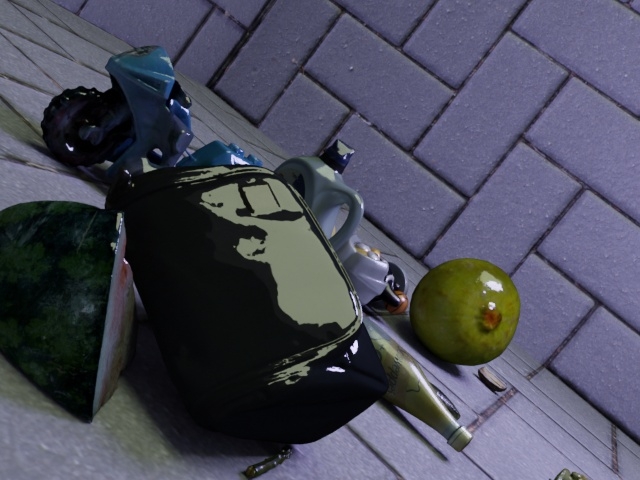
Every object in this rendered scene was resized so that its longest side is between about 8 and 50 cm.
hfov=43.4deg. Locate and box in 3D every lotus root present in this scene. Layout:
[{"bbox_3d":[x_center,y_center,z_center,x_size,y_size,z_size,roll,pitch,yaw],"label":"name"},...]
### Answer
[{"bbox_3d":[0.428,0.354,2.019,0.037,0.030,0.083,-17,45,-41],"label":"lotus root"}]

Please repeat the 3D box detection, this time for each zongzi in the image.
[{"bbox_3d":[0.185,0.277,1.408,0.104,0.052,0.113,44,-6,-13],"label":"zongzi"}]

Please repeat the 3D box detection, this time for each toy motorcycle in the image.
[{"bbox_3d":[-0.244,-0.165,1.329,0.416,0.232,0.172,31,9,-43],"label":"toy motorcycle"}]

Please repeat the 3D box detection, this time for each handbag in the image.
[{"bbox_3d":[-0.063,0.048,0.852,0.302,0.178,0.275,63,10,24],"label":"handbag"}]

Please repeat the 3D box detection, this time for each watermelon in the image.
[{"bbox_3d":[-0.248,0.070,0.733,0.207,0.136,0.202,13,-45,28],"label":"watermelon"}]

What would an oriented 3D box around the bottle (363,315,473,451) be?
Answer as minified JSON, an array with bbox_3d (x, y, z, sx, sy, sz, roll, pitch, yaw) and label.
[{"bbox_3d":[0.136,0.231,1.295,0.270,0.083,0.083,41,9,20],"label":"bottle"}]

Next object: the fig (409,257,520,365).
[{"bbox_3d":[0.332,0.164,1.928,0.258,0.258,0.326,37,-4,-8],"label":"fig"}]

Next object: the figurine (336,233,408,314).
[{"bbox_3d":[0.106,0.086,1.789,0.176,0.133,0.236,41,6,34],"label":"figurine"}]

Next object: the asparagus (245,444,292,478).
[{"bbox_3d":[-0.049,0.224,0.819,0.015,0.014,0.114,59,13,13],"label":"asparagus"}]

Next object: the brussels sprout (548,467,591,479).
[{"bbox_3d":[0.416,0.441,1.292,0.139,0.100,0.181,44,9,11],"label":"brussels sprout"}]

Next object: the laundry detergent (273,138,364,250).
[{"bbox_3d":[-0.020,-0.059,1.519,0.215,0.280,0.105,44,9,33],"label":"laundry detergent"}]

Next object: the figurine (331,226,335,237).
[{"bbox_3d":[0.000,0.000,2.013,0.083,0.083,0.187,37,18,-7],"label":"figurine"}]
